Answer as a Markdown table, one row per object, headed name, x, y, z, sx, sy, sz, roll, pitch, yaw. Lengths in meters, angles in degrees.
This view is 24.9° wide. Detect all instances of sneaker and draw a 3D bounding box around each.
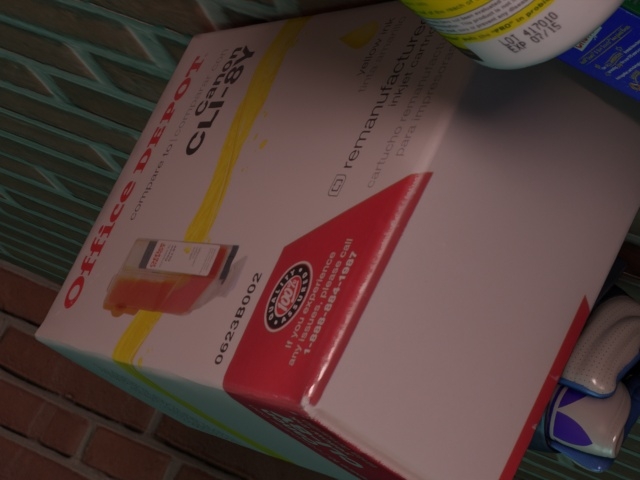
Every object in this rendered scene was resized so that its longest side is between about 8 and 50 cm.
| name | x | y | z | sx | sy | sz | roll | pitch | yaw |
| --- | --- | --- | --- | --- | --- | --- | --- | --- | --- |
| sneaker | 0.124 | 0.104 | 1.134 | 0.322 | 0.130 | 0.236 | -14 | -152 | -26 |

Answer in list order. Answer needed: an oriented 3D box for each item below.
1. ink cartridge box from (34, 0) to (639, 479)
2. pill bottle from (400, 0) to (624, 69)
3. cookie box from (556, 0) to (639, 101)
| name | x | y | z | sx | sy | sz | roll | pitch | yaw |
| --- | --- | --- | --- | --- | --- | --- | --- | --- | --- |
| ink cartridge box | 0.000 | 0.000 | 0.969 | 0.160 | 0.279 | 0.384 | 34 | 164 | -29 |
| pill bottle | 0.036 | -0.172 | 0.598 | 0.215 | 0.117 | 0.117 | 33 | 165 | -32 |
| cookie box | 0.181 | -0.104 | 0.756 | 0.107 | 0.040 | 0.092 | 27 | 167 | -6 |
